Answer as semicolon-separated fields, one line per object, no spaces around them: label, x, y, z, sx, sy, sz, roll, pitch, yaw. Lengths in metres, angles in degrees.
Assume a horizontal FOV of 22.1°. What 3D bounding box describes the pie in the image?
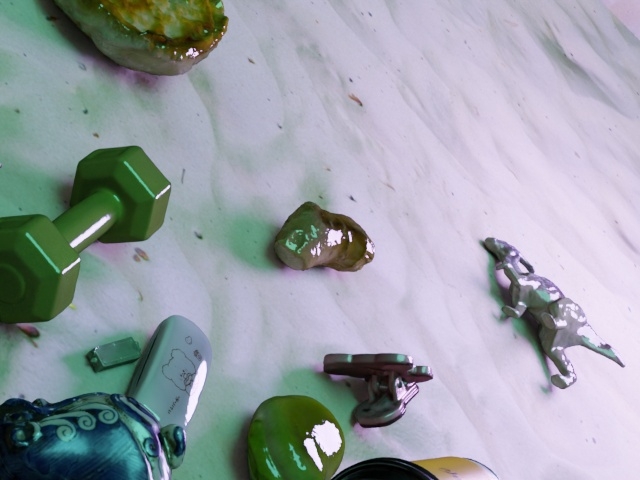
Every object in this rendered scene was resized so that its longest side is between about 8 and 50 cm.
pie;-0.260;-0.344;2.200;0.315;0.092;0.315;32;34;-25

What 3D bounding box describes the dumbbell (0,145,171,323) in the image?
dumbbell;-0.274;-0.011;1.825;0.302;0.121;0.108;-47;128;-60

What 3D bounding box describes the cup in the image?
cup;0.118;0.341;1.945;0.196;0.196;0.279;62;25;13

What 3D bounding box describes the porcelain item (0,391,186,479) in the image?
porcelain item;-0.216;0.272;1.602;0.186;0.138;0.288;10;50;-36

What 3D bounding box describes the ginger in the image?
ginger;0.001;0.001;2.223;0.190;0.069;0.095;10;47;-48

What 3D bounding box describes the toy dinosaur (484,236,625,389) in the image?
toy dinosaur;0.357;0.108;2.592;0.294;0.077;0.162;56;31;4

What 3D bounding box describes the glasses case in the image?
glasses case;-0.170;0.158;1.853;0.074;0.049;0.193;43;31;-17

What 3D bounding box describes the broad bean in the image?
broad bean;-0.034;0.246;1.933;0.124;0.082;0.174;49;21;-8

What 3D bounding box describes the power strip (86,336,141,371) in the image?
power strip;-0.231;0.127;1.832;0.083;0.017;0.027;-12;69;-57

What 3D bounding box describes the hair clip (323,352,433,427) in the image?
hair clip;0.084;0.171;2.136;0.138;0.123;0.102;-36;118;-54
